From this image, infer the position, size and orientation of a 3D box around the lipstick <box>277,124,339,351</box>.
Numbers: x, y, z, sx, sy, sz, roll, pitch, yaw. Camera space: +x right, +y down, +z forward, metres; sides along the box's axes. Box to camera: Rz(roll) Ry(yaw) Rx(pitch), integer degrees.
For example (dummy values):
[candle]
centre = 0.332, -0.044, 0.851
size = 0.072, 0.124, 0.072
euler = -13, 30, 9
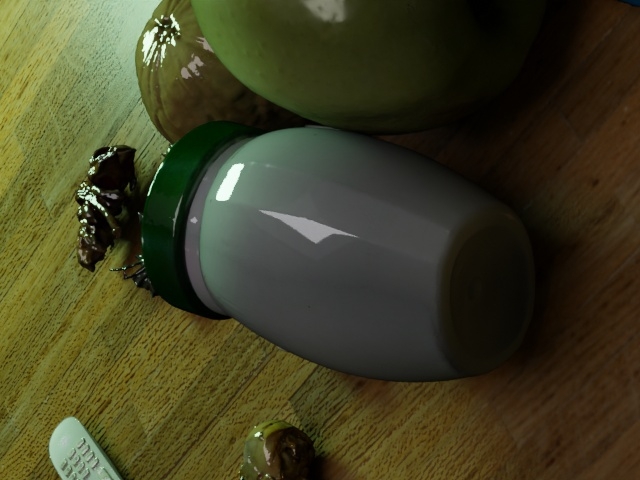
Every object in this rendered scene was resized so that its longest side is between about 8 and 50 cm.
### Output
[lipstick]
centre = 0.000, 0.000, 1.787
size = 0.070, 0.070, 0.254
euler = 10, 94, 47

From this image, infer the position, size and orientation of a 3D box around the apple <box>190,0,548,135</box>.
[apple]
centre = 0.057, -0.273, 1.564
size = 0.357, 0.357, 0.357
euler = -6, 82, 47

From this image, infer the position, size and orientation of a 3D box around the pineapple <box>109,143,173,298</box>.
[pineapple]
centre = -0.165, -0.027, 1.952
size = 0.125, 0.125, 0.251
euler = 55, 129, 35

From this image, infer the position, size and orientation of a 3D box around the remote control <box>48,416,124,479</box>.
[remote control]
centre = -0.286, 0.325, 2.091
size = 0.073, 0.044, 0.229
euler = -50, 59, 12

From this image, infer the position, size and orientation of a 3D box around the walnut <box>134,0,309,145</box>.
[walnut]
centre = -0.097, -0.194, 1.799
size = 0.228, 0.228, 0.228
euler = -6, 82, 47

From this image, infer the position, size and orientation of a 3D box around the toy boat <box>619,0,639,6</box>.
[toy boat]
centre = 0.332, -0.235, 1.435
size = 0.299, 0.096, 0.062
euler = 27, 115, 48

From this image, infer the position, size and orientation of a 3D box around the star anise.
[star anise]
centre = -0.277, -0.056, 2.052
size = 0.234, 0.073, 0.177
euler = 145, 133, -62

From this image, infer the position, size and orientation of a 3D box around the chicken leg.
[chicken leg]
centre = -0.057, 0.302, 1.820
size = 0.101, 0.085, 0.207
euler = 32, 119, 32

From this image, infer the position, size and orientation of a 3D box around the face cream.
[face cream]
centre = 0.017, 0.012, 1.585
size = 0.357, 0.312, 0.219
euler = 14, 75, 34
